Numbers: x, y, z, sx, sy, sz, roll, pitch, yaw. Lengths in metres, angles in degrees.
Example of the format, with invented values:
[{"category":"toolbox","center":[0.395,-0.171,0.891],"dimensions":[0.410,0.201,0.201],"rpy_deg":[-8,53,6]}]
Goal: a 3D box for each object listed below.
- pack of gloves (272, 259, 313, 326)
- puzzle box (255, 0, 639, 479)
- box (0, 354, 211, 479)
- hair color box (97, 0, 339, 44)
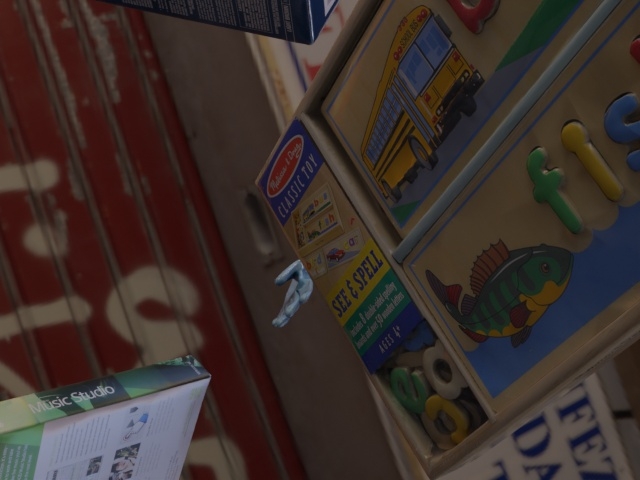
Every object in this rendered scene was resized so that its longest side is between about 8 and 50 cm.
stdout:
[{"category":"pack of gloves","center":[0.000,0.000,1.280],"dimensions":[0.046,0.232,0.195],"rpy_deg":[36,-60,-10]},{"category":"puzzle box","center":[0.107,-0.054,0.588],"dimensions":[0.272,0.052,0.409],"rpy_deg":[59,-37,21]},{"category":"box","center":[-0.306,0.282,1.261],"dimensions":[0.058,0.322,0.232],"rpy_deg":[38,-59,34]},{"category":"hair color box","center":[-0.140,-0.379,1.287],"dimensions":[0.347,0.174,0.105],"rpy_deg":[16,-36,17]}]
